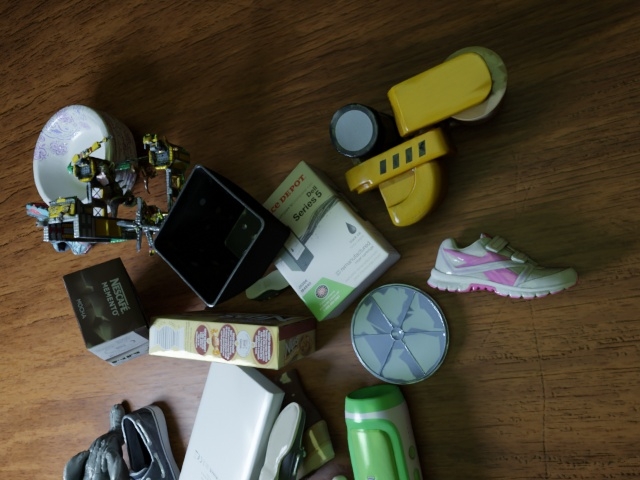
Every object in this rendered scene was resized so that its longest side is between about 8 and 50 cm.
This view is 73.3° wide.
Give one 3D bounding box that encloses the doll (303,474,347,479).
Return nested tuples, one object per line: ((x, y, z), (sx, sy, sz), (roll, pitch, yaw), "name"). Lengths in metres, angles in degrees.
((-0.004, 0.535, 0.891), (0.129, 0.046, 0.189), (31, 120, -19), "doll")

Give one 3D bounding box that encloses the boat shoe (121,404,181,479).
((-0.416, 0.565, 1.055), (0.108, 0.102, 0.302), (-22, 78, 20), "boat shoe")

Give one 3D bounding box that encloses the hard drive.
((-0.210, 0.454, 0.969), (0.233, 0.047, 0.354), (19, 95, 44), "hard drive")

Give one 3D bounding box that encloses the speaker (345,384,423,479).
((0.130, 0.441, 0.825), (0.131, 0.131, 0.297), (-15, 81, 21), "speaker")

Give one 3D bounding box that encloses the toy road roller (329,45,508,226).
((0.200, -0.171, 0.802), (0.329, 0.202, 0.241), (-22, 91, 25), "toy road roller")

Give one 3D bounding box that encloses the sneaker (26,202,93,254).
((-0.758, -0.032, 1.237), (0.261, 0.104, 0.125), (19, 96, 23), "sneaker")

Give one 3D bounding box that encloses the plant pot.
((-0.171, -0.007, 0.835), (0.187, 0.167, 0.188), (40, 104, 22), "plant pot")

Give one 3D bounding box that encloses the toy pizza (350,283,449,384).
((0.160, 0.189, 0.879), (0.201, 0.032, 0.202), (-2, 85, 23), "toy pizza")

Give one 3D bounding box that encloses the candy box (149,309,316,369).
((-0.188, 0.207, 0.940), (0.316, 0.183, 0.088), (0, 87, 23), "candy box")

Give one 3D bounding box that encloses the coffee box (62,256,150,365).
((-0.474, 0.176, 1.001), (0.118, 0.297, 0.168), (-21, 76, -22), "coffee box")

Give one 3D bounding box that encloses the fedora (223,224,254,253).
((-0.278, 0.007, 1.023), (0.275, 0.124, 0.244), (-8, 83, 22), "fedora")

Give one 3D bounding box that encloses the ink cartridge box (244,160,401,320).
((0.000, 0.000, 0.912), (0.198, 0.114, 0.273), (-46, 71, 14), "ink cartridge box")

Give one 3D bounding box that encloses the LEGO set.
((-0.447, -0.104, 0.918), (0.330, 0.192, 0.255), (3, 90, 19), "LEGO set")

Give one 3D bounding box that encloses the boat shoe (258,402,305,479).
((-0.066, 0.430, 0.866), (0.075, 0.064, 0.206), (8, 78, 57), "boat shoe")

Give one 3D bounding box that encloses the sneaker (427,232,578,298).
((0.324, 0.042, 0.781), (0.252, 0.103, 0.111), (3, 89, 22), "sneaker")

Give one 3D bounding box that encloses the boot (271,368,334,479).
((-0.096, 0.435, 0.958), (0.248, 0.090, 0.207), (-42, 60, 16), "boot")

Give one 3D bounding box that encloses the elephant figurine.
((-0.540, 0.564, 1.059), (0.185, 0.169, 0.240), (3, 97, 49), "elephant figurine")

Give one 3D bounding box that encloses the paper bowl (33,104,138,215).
((-0.615, -0.206, 1.164), (0.284, 0.148, 0.285), (-2, 85, 22), "paper bowl")

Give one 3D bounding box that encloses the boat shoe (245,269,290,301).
((-0.108, 0.104, 0.992), (0.132, 0.042, 0.049), (-25, 57, 19), "boat shoe")
